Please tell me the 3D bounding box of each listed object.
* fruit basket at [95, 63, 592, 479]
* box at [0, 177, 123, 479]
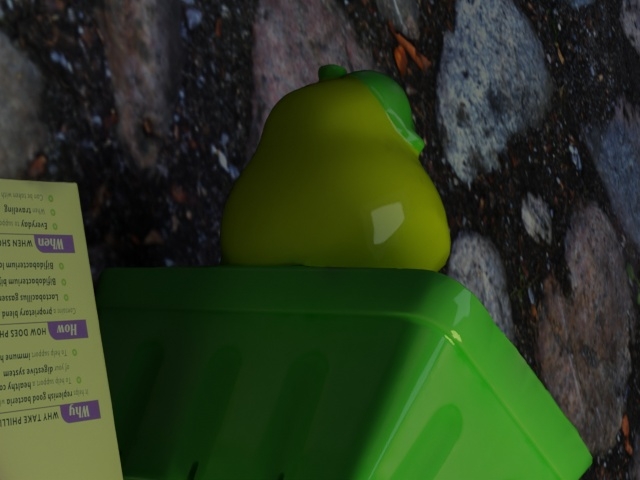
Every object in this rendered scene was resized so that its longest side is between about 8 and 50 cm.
[{"bbox_3d":[0.009,0.070,1.072,0.283,0.392,0.392,52,38,-36],"label":"fruit basket"},{"bbox_3d":[-0.248,0.086,0.881,0.213,0.117,0.243,1,77,-59],"label":"box"}]
